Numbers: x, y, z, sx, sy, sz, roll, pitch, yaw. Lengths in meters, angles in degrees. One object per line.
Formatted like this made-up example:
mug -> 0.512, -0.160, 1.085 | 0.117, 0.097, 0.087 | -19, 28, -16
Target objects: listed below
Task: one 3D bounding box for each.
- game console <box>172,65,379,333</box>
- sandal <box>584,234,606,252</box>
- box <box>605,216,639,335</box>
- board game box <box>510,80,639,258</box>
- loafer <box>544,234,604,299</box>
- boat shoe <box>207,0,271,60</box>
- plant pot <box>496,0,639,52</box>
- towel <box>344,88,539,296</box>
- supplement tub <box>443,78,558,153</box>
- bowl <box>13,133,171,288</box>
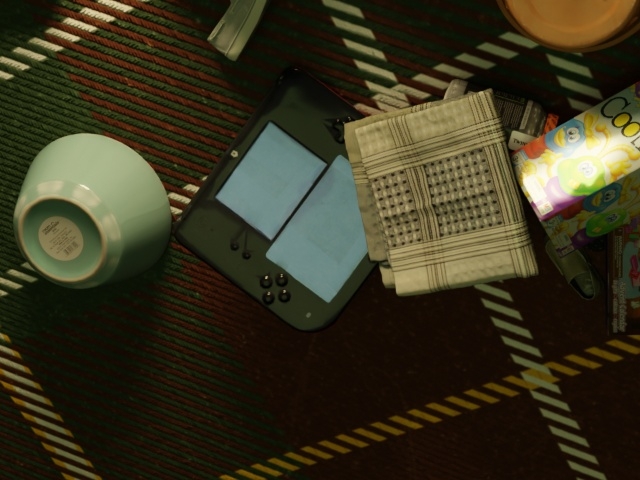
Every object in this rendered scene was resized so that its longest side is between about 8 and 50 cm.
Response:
game console -> -0.029, -0.063, 2.061 | 0.342, 0.060, 0.386 | 36, 99, -3
sandal -> 0.437, -0.047, 2.013 | 0.179, 0.040, 0.067 | 40, 122, -21
box -> 0.590, 0.021, 1.975 | 0.201, 0.057, 0.293 | -2, 113, 10
board game box -> 0.459, -0.117, 1.843 | 0.275, 0.142, 0.144 | -30, 146, 10
loafer -> 0.449, 0.045, 2.039 | 0.056, 0.050, 0.148 | -39, 99, 26
boat shoe -> -0.129, -0.415, 1.981 | 0.081, 0.079, 0.227 | 29, 121, -3
plant pot -> 0.391, -0.415, 1.766 | 0.290, 0.203, 0.291 | 6, 114, 14
towel -> 0.184, -0.070, 1.905 | 0.324, 0.056, 0.312 | -10, 98, 44
supplement tub -> 0.294, -0.192, 1.940 | 0.190, 0.117, 0.117 | 18, 117, 8
bowl -> -0.455, -0.031, 2.198 | 0.311, 0.163, 0.312 | 6, 114, 12
